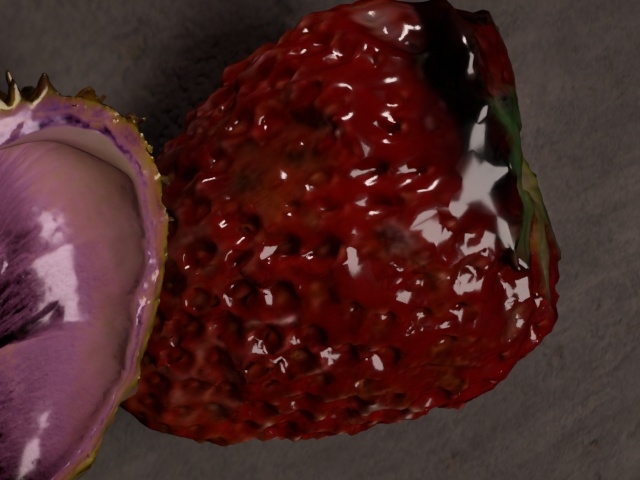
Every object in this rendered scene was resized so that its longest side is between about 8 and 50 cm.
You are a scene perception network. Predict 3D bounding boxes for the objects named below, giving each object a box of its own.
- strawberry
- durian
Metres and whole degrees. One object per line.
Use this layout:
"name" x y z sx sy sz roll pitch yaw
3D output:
"strawberry" 0.008 -0.011 1.148 0.291 0.309 0.292 -12 90 -70
"durian" -0.190 0.033 1.002 0.191 0.112 0.341 -27 130 -41
